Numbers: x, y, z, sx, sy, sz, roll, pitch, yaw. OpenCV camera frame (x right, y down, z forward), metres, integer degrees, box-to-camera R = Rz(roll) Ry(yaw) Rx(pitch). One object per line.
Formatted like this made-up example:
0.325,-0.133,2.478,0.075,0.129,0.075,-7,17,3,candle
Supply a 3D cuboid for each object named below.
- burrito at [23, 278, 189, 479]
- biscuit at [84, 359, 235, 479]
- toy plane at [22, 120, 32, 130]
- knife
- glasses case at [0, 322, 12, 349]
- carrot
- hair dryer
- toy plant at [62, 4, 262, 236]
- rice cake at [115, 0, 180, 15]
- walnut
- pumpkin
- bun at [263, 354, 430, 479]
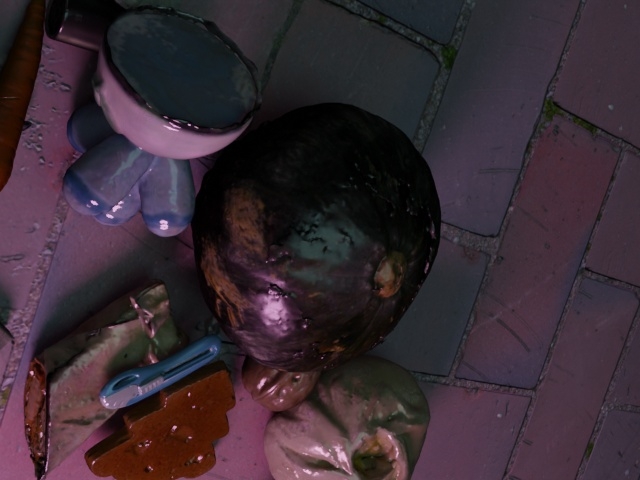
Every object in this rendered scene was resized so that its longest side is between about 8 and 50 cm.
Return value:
-0.365,0.211,1.336,0.347,0.107,0.175,-41,117,-17,burrito
-0.248,0.323,1.448,0.301,0.043,0.278,-52,139,11,biscuit
-0.457,-0.157,1.192,0.083,0.031,0.079,-25,118,-27,toy plane
-0.253,0.211,1.344,0.222,0.031,0.064,-25,126,-31,knife
-0.542,0.093,1.203,0.071,0.047,0.205,-43,126,-16,glasses case
-0.435,-0.191,1.158,0.069,0.069,0.336,24,74,-39,carrot
-0.282,-0.391,1.226,0.195,0.078,0.249,10,93,-39,hair dryer
-0.256,-0.142,1.208,0.247,0.247,0.332,2,143,-37,toy plant
-0.240,-0.408,1.208,0.124,0.038,0.211,41,54,-46,rice cake
-0.069,0.235,1.541,0.162,0.140,0.140,-48,128,5,walnut
0.000,0.000,1.378,0.454,0.344,0.455,-15,116,-33,pumpkin
0.079,0.403,1.647,0.365,0.219,0.365,-16,120,-30,bun
